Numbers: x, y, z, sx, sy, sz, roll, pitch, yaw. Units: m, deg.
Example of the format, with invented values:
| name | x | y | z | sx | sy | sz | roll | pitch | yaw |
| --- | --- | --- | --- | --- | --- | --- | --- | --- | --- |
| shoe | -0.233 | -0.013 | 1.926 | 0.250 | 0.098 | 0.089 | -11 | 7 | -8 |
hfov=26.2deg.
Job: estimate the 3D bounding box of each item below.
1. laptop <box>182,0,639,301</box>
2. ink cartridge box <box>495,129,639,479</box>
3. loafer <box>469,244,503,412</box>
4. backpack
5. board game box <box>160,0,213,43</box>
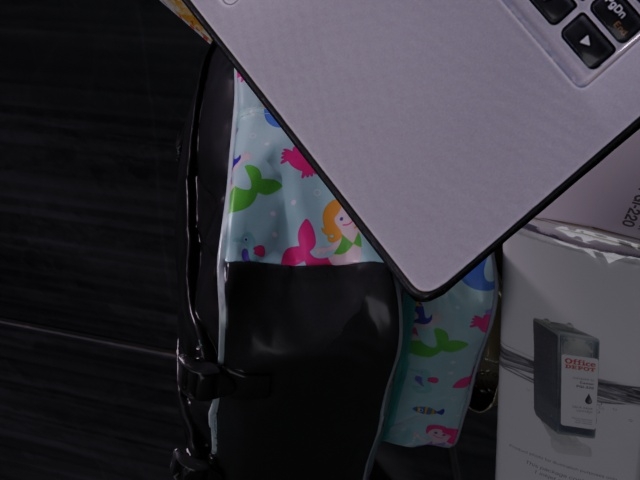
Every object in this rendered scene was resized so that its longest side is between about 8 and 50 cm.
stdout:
| name | x | y | z | sx | sy | sz | roll | pitch | yaw |
| --- | --- | --- | --- | --- | --- | --- | --- | --- | --- |
| laptop | 0.033 | -0.250 | 0.438 | 0.408 | 0.236 | 0.382 | -42 | 74 | 16 |
| ink cartridge box | 0.167 | 0.038 | 0.783 | 0.092 | 0.158 | 0.218 | 15 | 132 | 21 |
| loafer | 0.108 | 0.056 | 0.916 | 0.056 | 0.050 | 0.148 | 2 | 127 | 31 |
| backpack | 0.000 | 0.000 | 0.798 | 0.191 | 0.254 | 0.225 | -3 | 141 | -9 |
| board game box | -0.055 | -0.214 | 0.794 | 0.146 | 0.045 | 0.193 | 41 | 137 | -4 |
